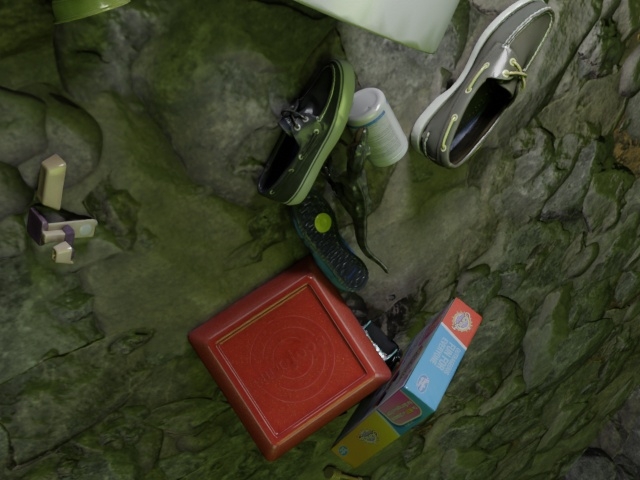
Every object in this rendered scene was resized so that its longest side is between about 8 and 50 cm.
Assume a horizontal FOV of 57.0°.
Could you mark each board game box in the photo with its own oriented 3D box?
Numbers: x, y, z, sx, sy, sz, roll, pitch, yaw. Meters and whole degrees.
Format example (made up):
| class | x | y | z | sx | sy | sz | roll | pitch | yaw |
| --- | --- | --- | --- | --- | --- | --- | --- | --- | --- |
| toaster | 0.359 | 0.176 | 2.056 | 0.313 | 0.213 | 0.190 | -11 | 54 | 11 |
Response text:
| class | x | y | z | sx | sy | sz | roll | pitch | yaw |
| --- | --- | --- | --- | --- | --- | --- | --- | --- | --- |
| board game box | 0.159 | 0.277 | 1.125 | 0.242 | 0.064 | 0.316 | -47 | 172 | -42 |

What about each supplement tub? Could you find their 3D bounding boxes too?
| class | x | y | z | sx | sy | sz | roll | pitch | yaw |
| --- | --- | --- | --- | --- | --- | --- | --- | --- | --- |
| supplement tub | 0.083 | -0.171 | 0.893 | 0.071 | 0.071 | 0.107 | -40 | 134 | -1 |

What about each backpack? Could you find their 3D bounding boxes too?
| class | x | y | z | sx | sy | sz | roll | pitch | yaw |
| --- | --- | --- | --- | --- | --- | --- | --- | --- | --- |
| backpack | 0.042 | 0.238 | 1.098 | 0.188 | 0.144 | 0.166 | -46 | 166 | -11 |

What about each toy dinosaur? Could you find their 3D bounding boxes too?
| class | x | y | z | sx | sy | sz | roll | pitch | yaw |
| --- | --- | --- | --- | --- | --- | --- | --- | --- | --- |
| toy dinosaur | 0.049 | -0.067 | 0.915 | 0.064 | 0.118 | 0.268 | -28 | 134 | -13 |

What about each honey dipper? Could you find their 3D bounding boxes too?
| class | x | y | z | sx | sy | sz | roll | pitch | yaw |
| --- | --- | --- | --- | --- | --- | --- | --- | --- | --- |
| honey dipper | 0.062 | 0.597 | 1.488 | 0.030 | 0.030 | 0.161 | -46 | 139 | 5 |

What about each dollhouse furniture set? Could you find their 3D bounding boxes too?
| class | x | y | z | sx | sy | sz | roll | pitch | yaw |
| --- | --- | --- | --- | --- | --- | --- | --- | --- | --- |
| dollhouse furniture set | -0.303 | -0.043 | 0.740 | 0.081 | 0.091 | 0.114 | -8 | 125 | -47 |

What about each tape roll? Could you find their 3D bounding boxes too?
| class | x | y | z | sx | sy | sz | roll | pitch | yaw |
| --- | --- | --- | --- | --- | --- | --- | --- | --- | --- |
| tape roll | 0.009 | -0.294 | 0.604 | 0.286 | 0.286 | 0.100 | 6 | 119 | -36 |

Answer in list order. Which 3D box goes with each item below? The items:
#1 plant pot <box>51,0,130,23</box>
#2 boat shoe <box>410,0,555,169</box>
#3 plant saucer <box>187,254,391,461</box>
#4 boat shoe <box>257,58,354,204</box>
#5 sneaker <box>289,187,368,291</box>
| class | x | y | z | sx | sy | sz | roll | pitch | yaw |
| --- | --- | --- | --- | --- | --- | --- | --- | --- | --- |
| plant pot | -0.250 | -0.273 | 0.602 | 0.083 | 0.083 | 0.079 | -25 | 121 | -15 |
| boat shoe | 0.275 | -0.247 | 0.945 | 0.109 | 0.091 | 0.305 | 29 | 104 | -43 |
| plant saucer | -0.047 | 0.196 | 0.982 | 0.258 | 0.048 | 0.259 | -33 | 90 | -7 |
| boat shoe | -0.029 | -0.153 | 0.835 | 0.076 | 0.080 | 0.228 | 5 | 127 | -37 |
| sneaker | 0.000 | 0.000 | 0.974 | 0.069 | 0.082 | 0.209 | -42 | 117 | -18 |
